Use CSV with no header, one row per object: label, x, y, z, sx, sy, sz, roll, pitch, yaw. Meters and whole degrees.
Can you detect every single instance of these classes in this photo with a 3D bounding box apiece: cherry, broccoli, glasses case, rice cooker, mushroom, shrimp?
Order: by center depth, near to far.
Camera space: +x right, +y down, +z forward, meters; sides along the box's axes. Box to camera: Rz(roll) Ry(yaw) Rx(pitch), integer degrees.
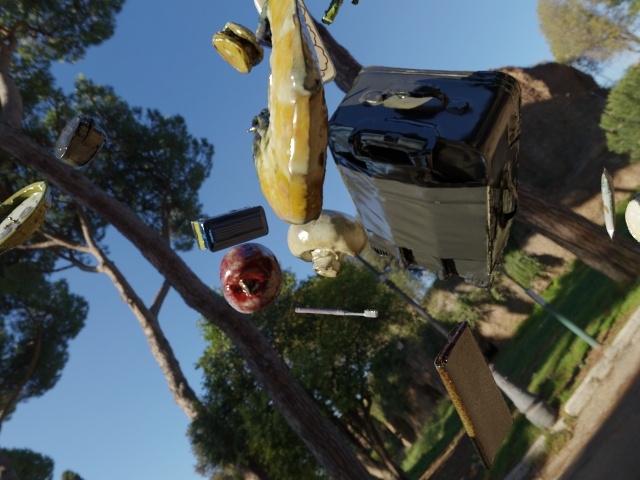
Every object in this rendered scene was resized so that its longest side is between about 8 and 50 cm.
shrimp,-0.056,-0.183,0.561,0.085,0.445,0.271,-5,-69,-9
mushroom,0.000,0.000,1.330,0.189,0.254,0.194,28,-119,-43
rice cooker,-0.749,-0.308,1.340,0.165,0.112,0.106,-53,-40,-8
broccoli,0.060,-0.792,1.392,0.122,0.118,0.203,54,-124,-75
glasses case,-0.080,-0.657,1.396,0.144,0.336,0.076,-28,10,2
cherry,-0.231,0.119,1.437,0.203,0.230,0.300,-24,8,-2

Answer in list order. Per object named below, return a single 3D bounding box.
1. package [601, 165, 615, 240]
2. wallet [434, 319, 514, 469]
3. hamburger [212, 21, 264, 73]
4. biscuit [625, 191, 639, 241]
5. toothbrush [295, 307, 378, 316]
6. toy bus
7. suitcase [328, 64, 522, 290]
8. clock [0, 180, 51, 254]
package,0.425,-0.054,0.632,0.037,0.015,0.110,-49,-55,-48
wallet,0.288,0.286,0.801,0.039,0.243,0.133,-11,21,47
hamburger,-0.298,-0.705,1.562,0.177,0.186,0.113,37,-94,-40
biscuit,0.800,-0.054,1.011,0.020,0.152,0.152,-12,-37,-26
toothbrush,0.068,0.302,1.833,0.024,0.355,0.029,-75,-16,-57
toy bus,-0.391,-0.056,1.867,0.288,0.175,0.138,-20,-75,-33
suitcase,0.194,-0.094,0.737,0.194,0.283,0.433,-61,-33,-19
clock,-0.724,-0.042,1.021,0.237,0.237,0.057,-44,-47,-7
